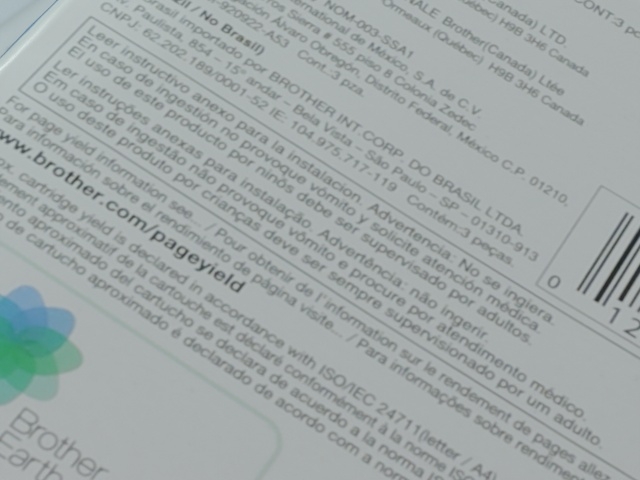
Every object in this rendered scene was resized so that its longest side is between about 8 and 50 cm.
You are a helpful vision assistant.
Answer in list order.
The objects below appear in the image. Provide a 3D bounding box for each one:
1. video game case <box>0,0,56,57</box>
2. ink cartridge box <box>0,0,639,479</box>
[{"bbox_3d":[-0.228,-0.131,0.724,0.329,0.036,0.300,43,61,10],"label":"video game case"},{"bbox_3d":[0.039,0.025,0.569,0.270,0.151,0.395,32,57,8],"label":"ink cartridge box"}]
